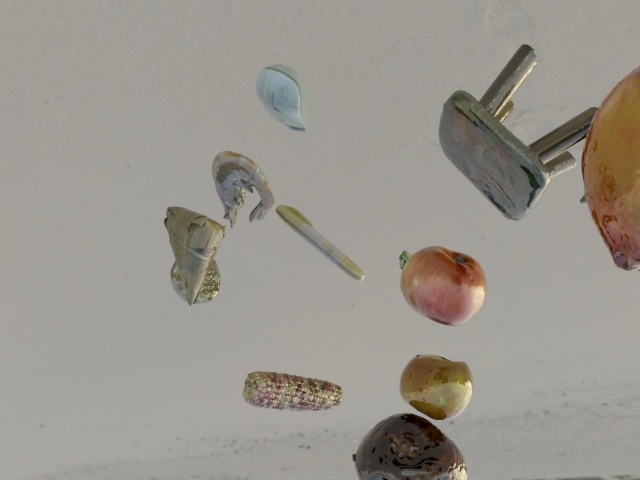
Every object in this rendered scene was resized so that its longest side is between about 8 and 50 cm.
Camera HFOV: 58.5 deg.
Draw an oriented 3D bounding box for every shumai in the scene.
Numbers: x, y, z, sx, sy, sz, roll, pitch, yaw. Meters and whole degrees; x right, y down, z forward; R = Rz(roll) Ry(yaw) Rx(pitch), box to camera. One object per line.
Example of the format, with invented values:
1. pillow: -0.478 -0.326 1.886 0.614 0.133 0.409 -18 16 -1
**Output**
1. shumai: -0.453 0.130 2.028 0.201 0.201 0.120 9 166 -38

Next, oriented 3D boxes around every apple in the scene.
1. apple: 0.295 0.101 1.382 0.209 0.209 0.164 3 120 -27
2. apple: 0.375 0.461 1.846 0.237 0.207 0.237 28 175 2

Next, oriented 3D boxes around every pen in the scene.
1. pen: 0.000 0.000 1.145 0.040 0.233 0.032 -53 164 6

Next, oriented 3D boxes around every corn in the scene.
1. corn: -0.070 0.406 1.530 0.290 0.098 0.098 14 152 -32

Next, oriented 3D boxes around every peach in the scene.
1. peach: 0.572 -0.102 0.842 0.372 0.373 0.290 -1 180 -17

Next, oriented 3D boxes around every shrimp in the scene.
1. shrimp: -0.161 -0.102 1.247 0.145 0.059 0.254 16 144 14

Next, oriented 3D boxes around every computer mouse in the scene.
1. computer mouse: -0.096 -0.343 1.420 0.128 0.079 0.231 27 159 15

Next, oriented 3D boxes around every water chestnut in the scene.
1. water chestnut: 0.269 0.715 1.770 0.350 0.350 0.302 -3 120 -12

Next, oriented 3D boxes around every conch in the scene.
1. conch: 0.341 0.094 1.887 0.200 0.079 0.095 21 129 -12

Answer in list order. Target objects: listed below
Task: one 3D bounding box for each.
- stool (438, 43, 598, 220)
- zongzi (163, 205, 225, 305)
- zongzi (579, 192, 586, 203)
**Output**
1. stool: 0.465 -0.245 1.368 0.226 0.310 0.310 -38 164 -7
2. zongzi: -0.279 0.025 1.176 0.078 0.176 0.160 11 -172 -43
3. zongzi: 0.632 -0.191 1.251 0.241 0.111 0.248 -20 122 44
